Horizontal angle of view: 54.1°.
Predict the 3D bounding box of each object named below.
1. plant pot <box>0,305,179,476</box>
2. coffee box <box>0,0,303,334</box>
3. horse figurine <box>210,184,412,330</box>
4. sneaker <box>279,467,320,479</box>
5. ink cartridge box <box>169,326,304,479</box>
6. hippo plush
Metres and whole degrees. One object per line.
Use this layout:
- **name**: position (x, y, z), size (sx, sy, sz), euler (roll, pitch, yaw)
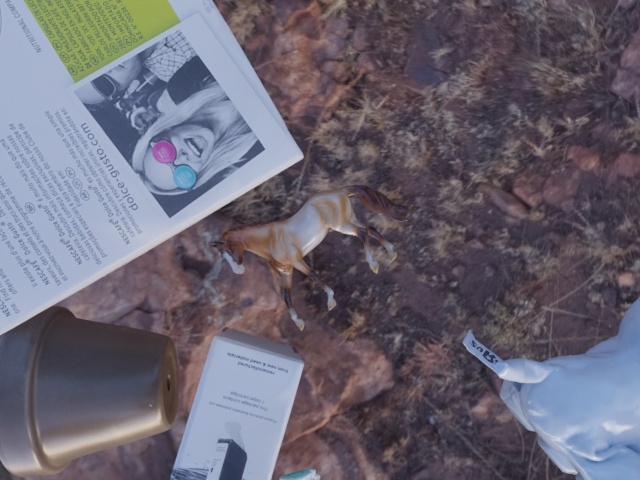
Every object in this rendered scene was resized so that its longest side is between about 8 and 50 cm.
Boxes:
- **plant pot**: position (-0.352, 0.230, 0.999), size (0.229, 0.263, 0.263), euler (-3, 102, -3)
- **coffee box**: position (-0.289, -0.128, 0.688), size (0.338, 0.334, 0.337), euler (60, 158, -8)
- **horse figurine**: position (0.000, 0.000, 0.899), size (0.263, 0.066, 0.174), euler (-36, 86, -8)
- **sneaker**: position (-0.025, 0.373, 0.894), size (0.065, 0.166, 0.076), euler (-14, 66, -1)
- **ink cartridge box**: position (-0.115, 0.260, 0.789), size (0.114, 0.197, 0.273), euler (17, 84, -3)
- **hippo plush**: position (0.332, 0.145, 0.684), size (0.236, 0.234, 0.294), euler (-39, 95, 1)
